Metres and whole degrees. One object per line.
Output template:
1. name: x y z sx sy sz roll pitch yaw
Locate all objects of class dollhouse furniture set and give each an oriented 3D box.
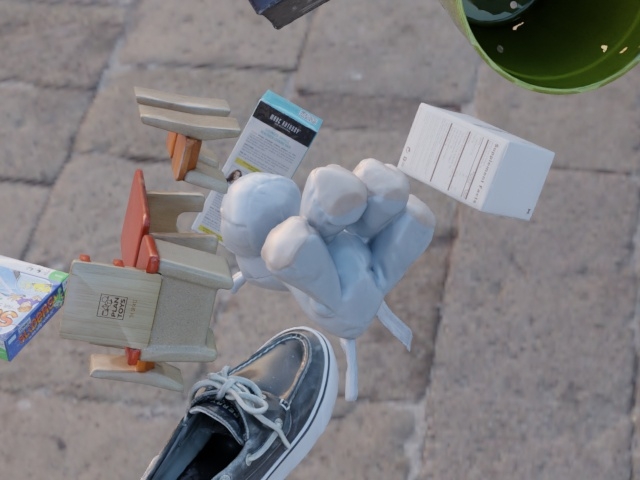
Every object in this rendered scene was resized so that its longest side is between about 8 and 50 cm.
1. dollhouse furniture set: -0.165 0.011 1.239 0.135 0.262 0.259 9 18 -14

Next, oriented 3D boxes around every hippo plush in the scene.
1. hippo plush: 0.000 0.000 1.796 0.234 0.294 0.236 -41 38 -18

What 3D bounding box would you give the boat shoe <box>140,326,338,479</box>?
1. boat shoe: -0.084 0.177 1.299 0.113 0.105 0.306 18 51 32

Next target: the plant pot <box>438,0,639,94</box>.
1. plant pot: 0.334 -0.445 2.212 0.366 0.367 0.353 -16 18 -9

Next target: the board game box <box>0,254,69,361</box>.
1. board game box: -0.419 0.068 1.640 0.201 0.035 0.136 13 40 20

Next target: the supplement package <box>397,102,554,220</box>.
1. supplement package: 0.213 -0.109 1.887 0.105 0.105 0.179 9 15 -44

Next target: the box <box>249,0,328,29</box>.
1. box: 0.007 -0.234 0.994 0.158 0.156 0.093 -30 93 4

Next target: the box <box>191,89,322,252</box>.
1. box: -0.098 -0.100 2.092 0.100 0.244 0.060 29 23 -4
